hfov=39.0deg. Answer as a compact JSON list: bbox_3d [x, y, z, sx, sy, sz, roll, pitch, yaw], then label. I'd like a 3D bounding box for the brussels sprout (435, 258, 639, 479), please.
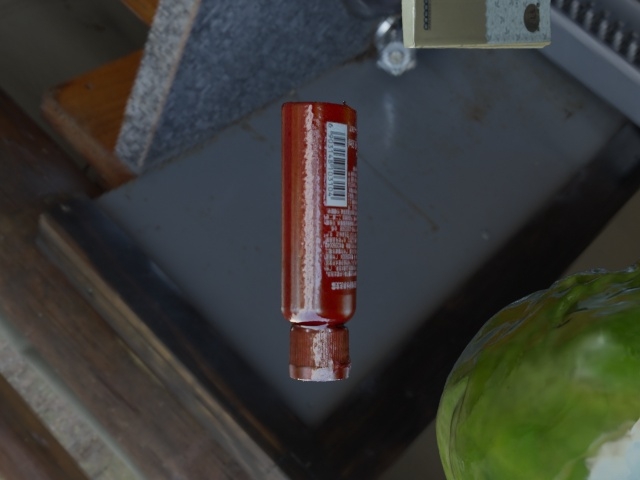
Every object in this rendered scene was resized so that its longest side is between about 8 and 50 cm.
[{"bbox_3d":[0.312,0.197,0.909,0.361,0.342,0.425,-17,167,-43],"label":"brussels sprout"}]

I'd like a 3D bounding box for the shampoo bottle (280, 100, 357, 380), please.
[{"bbox_3d":[-0.001,0.000,1.035,0.118,0.076,0.314,1,89,-66],"label":"shampoo bottle"}]

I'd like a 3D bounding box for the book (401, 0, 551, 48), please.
[{"bbox_3d":[0.138,-0.234,0.770,0.199,0.016,0.138,-12,104,-43],"label":"book"}]
